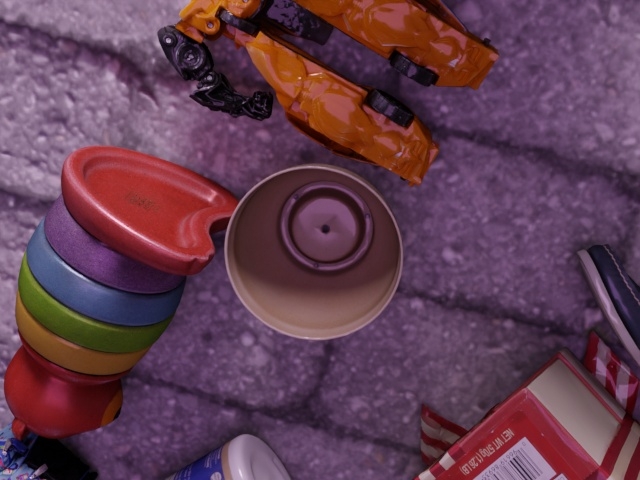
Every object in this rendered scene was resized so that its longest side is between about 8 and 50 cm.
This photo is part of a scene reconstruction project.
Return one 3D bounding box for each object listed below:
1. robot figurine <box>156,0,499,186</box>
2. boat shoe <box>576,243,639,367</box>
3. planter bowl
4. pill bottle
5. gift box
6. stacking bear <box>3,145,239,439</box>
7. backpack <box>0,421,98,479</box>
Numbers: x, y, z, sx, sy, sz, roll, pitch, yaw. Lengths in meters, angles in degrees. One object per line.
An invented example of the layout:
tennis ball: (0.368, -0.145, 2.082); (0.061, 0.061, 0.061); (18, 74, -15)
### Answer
robot figurine: (0.000, -0.182, 1.005); (0.291, 0.085, 0.211); (31, 106, -3)
boat shoe: (0.328, 0.098, 1.035); (0.079, 0.095, 0.254); (-33, 100, 16)
planter bowl: (0.000, 0.000, 1.041); (0.162, 0.109, 0.162); (2, 105, 7)
pill bottle: (-0.125, 0.289, 1.136); (0.186, 0.112, 0.112); (-33, 99, 14)
gift box: (0.200, 0.240, 1.013); (0.255, 0.258, 0.276); (-40, 78, 17)
stacking bear: (-0.218, 0.070, 1.070); (0.164, 0.175, 0.289); (27, 114, -2)
backpack: (-0.331, 0.282, 1.127); (0.158, 0.173, 0.117); (-42, 97, 16)
